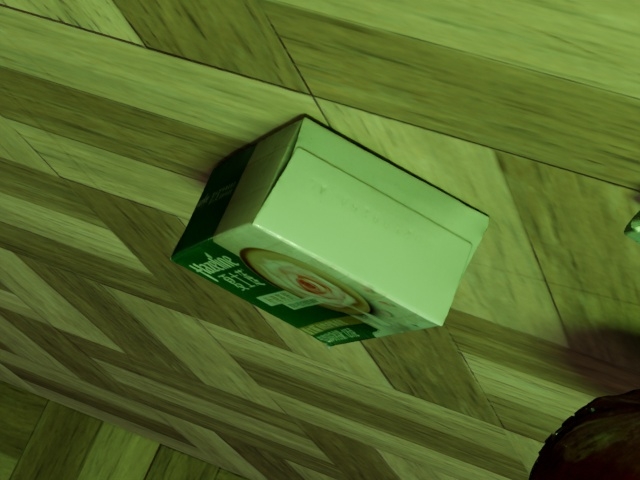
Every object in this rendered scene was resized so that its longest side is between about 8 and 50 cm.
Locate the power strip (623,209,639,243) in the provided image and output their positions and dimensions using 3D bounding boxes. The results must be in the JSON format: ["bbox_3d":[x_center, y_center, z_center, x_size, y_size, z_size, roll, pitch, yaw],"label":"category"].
[{"bbox_3d":[0.266,0.040,0.896,0.253,0.027,0.060,31,163,-21],"label":"power strip"}]

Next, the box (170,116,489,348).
[{"bbox_3d":[0.000,0.000,1.079,0.135,0.081,0.199,28,163,-14],"label":"box"}]

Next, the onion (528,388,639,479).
[{"bbox_3d":[0.239,0.159,1.034,0.252,0.219,0.252,-10,-167,2],"label":"onion"}]
